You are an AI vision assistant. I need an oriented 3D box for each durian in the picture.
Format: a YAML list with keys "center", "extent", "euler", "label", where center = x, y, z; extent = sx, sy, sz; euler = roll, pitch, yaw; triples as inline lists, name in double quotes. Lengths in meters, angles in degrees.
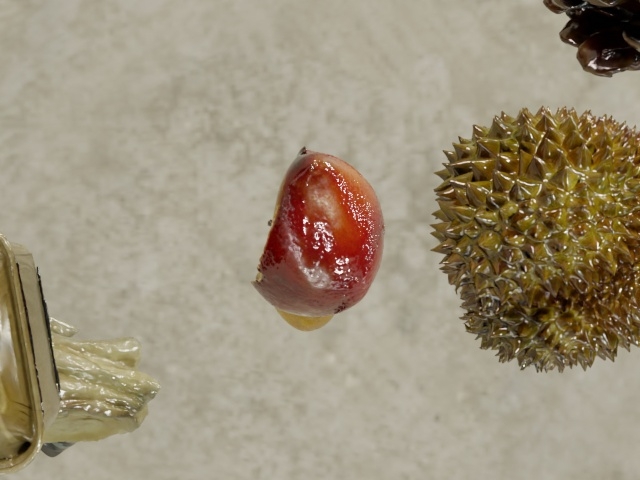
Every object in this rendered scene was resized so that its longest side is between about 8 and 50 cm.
- center: [0.135, -0.002, 0.864]
  extent: [0.158, 0.168, 0.137]
  euler: [34, 40, -50]
  label: "durian"

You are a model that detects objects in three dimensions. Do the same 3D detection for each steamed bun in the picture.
- center: [-0.421, 0.155, 1.909]
  extent: [0.427, 0.247, 0.189]
  euler: [2, 62, -15]
  label: "steamed bun"

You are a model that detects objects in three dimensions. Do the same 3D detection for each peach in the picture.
- center: [0.006, 0.003, 1.985]
  extent: [0.153, 0.267, 0.159]
  euler: [18, 57, -2]
  label: "peach"

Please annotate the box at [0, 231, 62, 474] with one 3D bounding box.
- center: [-0.241, 0.074, 1.092]
  extent: [0.111, 0.111, 0.177]
  euler: [-10, 91, -38]
  label: "box"

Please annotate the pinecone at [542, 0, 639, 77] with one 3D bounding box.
- center: [0.287, -0.249, 1.237]
  extent: [0.224, 0.224, 0.273]
  euler: [-35, 148, -33]
  label: "pinecone"

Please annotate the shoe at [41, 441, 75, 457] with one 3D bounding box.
- center: [-0.352, 0.249, 2.047]
  extent: [0.071, 0.179, 0.049]
  euler: [47, 55, 3]
  label: "shoe"

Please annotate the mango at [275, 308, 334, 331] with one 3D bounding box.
- center: [-0.010, 0.041, 2.353]
  extent: [0.147, 0.109, 0.227]
  euler: [-18, 129, -19]
  label: "mango"
